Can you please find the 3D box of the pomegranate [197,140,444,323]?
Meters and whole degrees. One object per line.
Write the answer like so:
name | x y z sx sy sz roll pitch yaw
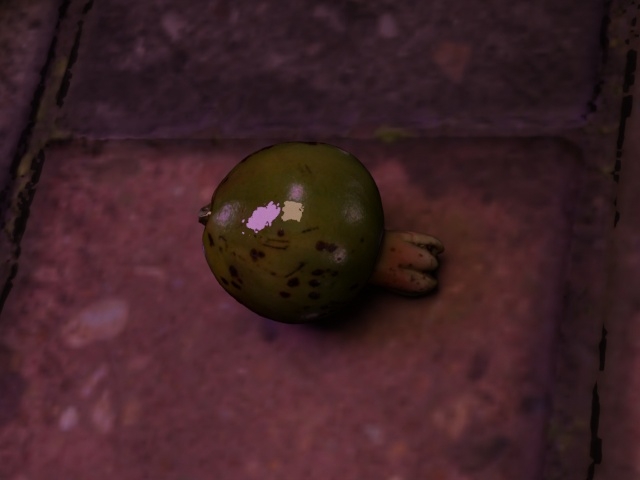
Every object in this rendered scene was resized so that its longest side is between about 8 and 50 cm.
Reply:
pomegranate | -0.003 0.002 0.606 0.073 0.084 0.073 -33 36 29
